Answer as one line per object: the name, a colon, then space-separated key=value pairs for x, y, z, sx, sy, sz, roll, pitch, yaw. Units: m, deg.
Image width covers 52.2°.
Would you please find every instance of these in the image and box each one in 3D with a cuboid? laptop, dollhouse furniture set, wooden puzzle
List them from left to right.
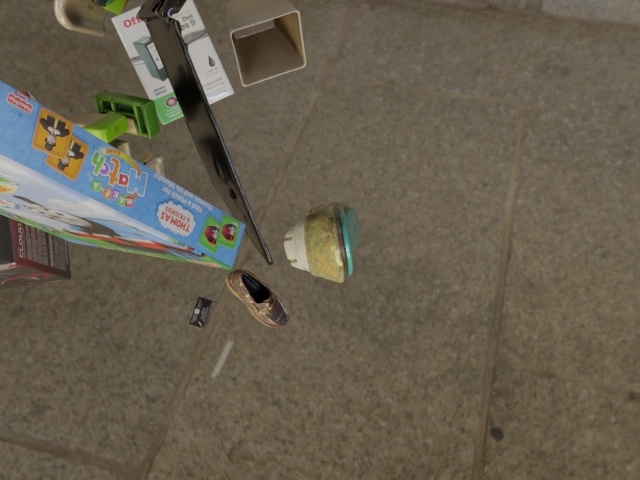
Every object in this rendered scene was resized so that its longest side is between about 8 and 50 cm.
dollhouse furniture set: x=-0.489 y=-0.176 z=1.570 sx=0.151 sy=0.302 sz=0.197 roll=12 pitch=37 yaw=21
wooden puzzle: x=-0.213 y=-0.344 z=0.761 sx=0.044 sy=0.239 sz=0.221 roll=33 pitch=8 yaw=-14
laptop: x=-0.083 y=-0.250 z=0.794 sx=0.408 sy=0.236 sz=0.382 roll=-56 pitch=26 yaw=5

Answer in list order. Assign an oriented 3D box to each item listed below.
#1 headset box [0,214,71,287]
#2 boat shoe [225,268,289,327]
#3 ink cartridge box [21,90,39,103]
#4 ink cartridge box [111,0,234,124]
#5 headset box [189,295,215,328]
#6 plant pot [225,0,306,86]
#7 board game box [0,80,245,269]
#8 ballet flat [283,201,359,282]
headset box: x=-0.528 y=0.011 z=0.977 sx=0.218 sy=0.293 sz=0.110 roll=-8 pitch=83 yaw=-7
boat shoe: x=-0.152 y=0.151 z=1.675 sx=0.073 sy=0.207 sz=0.073 roll=-18 pitch=37 yaw=48
ink cartridge box: x=-0.736 y=-0.185 z=1.445 sx=0.309 sy=0.272 sz=0.130 roll=-26 pitch=65 yaw=-2
ink cartridge box: x=-0.384 y=-0.477 z=1.704 sx=0.211 sy=0.289 sz=0.121 roll=-26 pitch=18 yaw=-7
headset box: x=-0.248 y=0.152 z=1.381 sx=0.032 sy=0.083 sz=0.062 roll=18 pitch=82 yaw=1
plant pot: x=-0.094 y=-0.327 z=1.023 sx=0.109 sy=0.109 sz=0.096 roll=-20 pitch=57 yaw=-7
board game box: x=-0.169 y=-0.037 z=0.388 sx=0.160 sy=0.211 sz=0.039 roll=8 pitch=75 yaw=31
ballet flat: x=0.000 y=0.000 z=1.039 sx=0.123 sy=0.123 sz=0.348 roll=5 pitch=8 yaw=4
